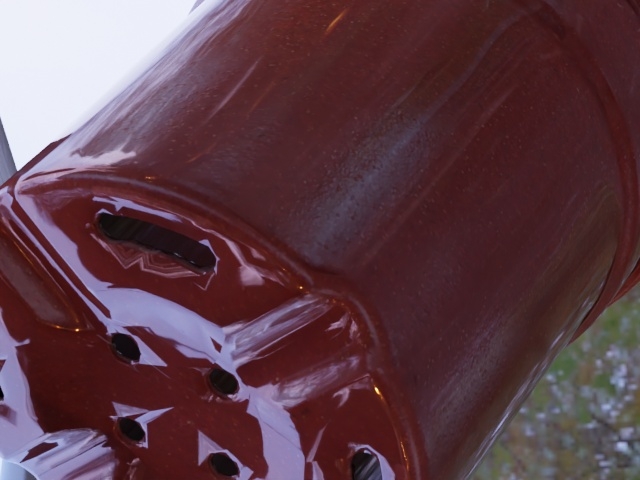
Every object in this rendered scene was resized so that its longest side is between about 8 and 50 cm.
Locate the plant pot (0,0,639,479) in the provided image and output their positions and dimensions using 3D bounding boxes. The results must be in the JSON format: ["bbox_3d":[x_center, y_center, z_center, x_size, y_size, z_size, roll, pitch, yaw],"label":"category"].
[{"bbox_3d":[0.000,0.000,0.530,0.265,0.272,0.272,-48,-62,-49],"label":"plant pot"}]

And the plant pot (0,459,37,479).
[{"bbox_3d":[-0.085,0.215,0.787,0.323,0.323,0.280,31,-155,-44],"label":"plant pot"}]

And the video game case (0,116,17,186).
[{"bbox_3d":[-0.351,-0.029,0.806,0.300,0.329,0.036,-36,-108,-19],"label":"video game case"}]
